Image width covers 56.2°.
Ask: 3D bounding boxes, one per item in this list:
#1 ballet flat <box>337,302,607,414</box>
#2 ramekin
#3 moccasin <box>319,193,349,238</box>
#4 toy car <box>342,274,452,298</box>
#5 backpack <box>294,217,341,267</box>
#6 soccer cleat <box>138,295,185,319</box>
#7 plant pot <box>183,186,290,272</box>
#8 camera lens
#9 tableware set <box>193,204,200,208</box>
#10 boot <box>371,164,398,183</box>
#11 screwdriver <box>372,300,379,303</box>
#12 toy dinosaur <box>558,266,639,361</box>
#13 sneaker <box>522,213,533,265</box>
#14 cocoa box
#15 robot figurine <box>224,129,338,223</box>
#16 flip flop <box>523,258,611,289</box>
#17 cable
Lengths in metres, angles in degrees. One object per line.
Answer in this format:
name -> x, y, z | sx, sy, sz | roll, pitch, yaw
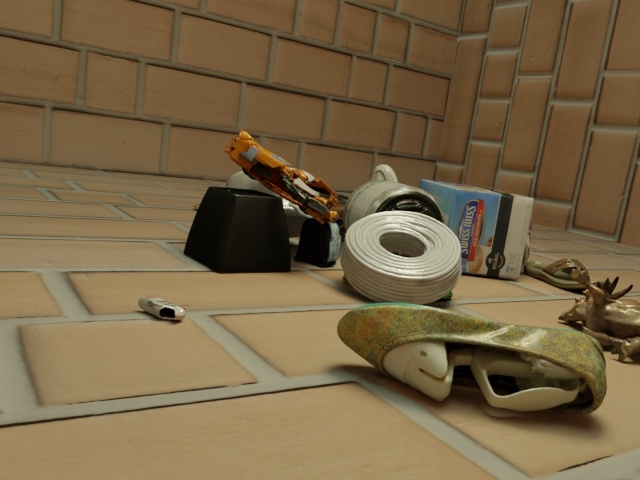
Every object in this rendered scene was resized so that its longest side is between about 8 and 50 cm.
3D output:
ballet flat -> 0.190, 0.157, 0.766 | 0.348, 0.123, 0.123 | 7, 9, 4
ramekin -> -0.129, -0.097, 1.605 | 0.276, 0.135, 0.277 | -2, -13, 0
moccasin -> 0.083, -0.065, 1.916 | 0.139, 0.147, 0.379 | 25, 12, 39
toy car -> 0.195, 0.081, 1.357 | 0.224, 0.053, 0.239 | 14, 11, 33
backpack -> 0.000, 0.000, 1.491 | 0.104, 0.115, 0.084 | 13, 10, 31
soccer cleat -> -0.246, 0.104, 0.916 | 0.083, 0.029, 0.035 | 15, 7, 15
plant pot -> -0.179, -0.029, 1.358 | 0.188, 0.167, 0.187 | 2, 11, -37
camera lens -> 0.191, -0.048, 1.627 | 0.219, 0.220, 0.274 | 6, 9, -15
tableware set -> -0.360, -0.108, 2.135 | 0.168, 0.020, 0.141 | 0, 12, -42
boot -> 0.169, -0.100, 1.815 | 0.095, 0.259, 0.123 | 1, 6, 39
screwdriver -> 0.140, 0.131, 1.113 | 0.025, 0.024, 0.170 | -25, 16, -13
toy dinosaur -> 0.577, 0.146, 1.113 | 0.200, 0.127, 0.295 | 9, 12, -42
sneaker -> 0.579, 0.033, 1.830 | 0.102, 0.161, 0.282 | 4, -27, 12
cocoa box -> 0.424, -0.043, 1.757 | 0.227, 0.232, 0.347 | 7, 9, -9
robot figurine -> -0.075, -0.137, 1.381 | 0.290, 0.085, 0.211 | 33, 1, 8
flip flop -> 0.682, 0.084, 1.678 | 0.112, 0.080, 0.277 | 4, 10, -22
cable -> 0.172, 0.033, 1.268 | 0.256, 0.089, 0.257 | 3, 34, -4
